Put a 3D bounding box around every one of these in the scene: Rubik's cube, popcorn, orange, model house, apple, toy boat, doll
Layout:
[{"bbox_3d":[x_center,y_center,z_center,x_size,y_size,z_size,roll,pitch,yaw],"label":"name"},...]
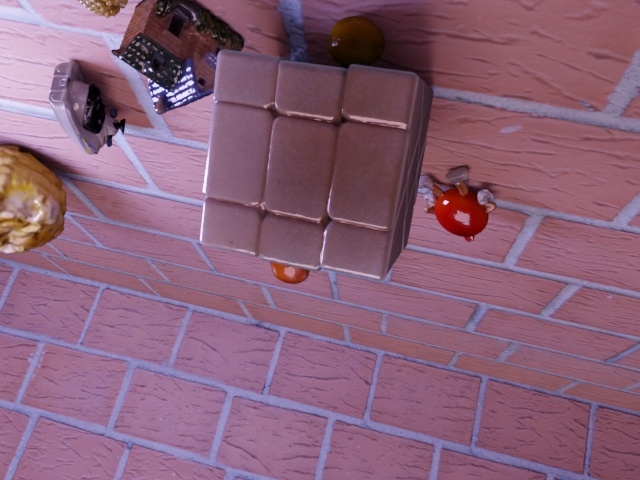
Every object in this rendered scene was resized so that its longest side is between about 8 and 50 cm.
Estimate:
[{"bbox_3d":[0.008,-0.138,1.048,0.316,0.319,0.322,11,-167,12],"label":"Rubik's cube"},{"bbox_3d":[-0.999,-0.141,1.935,0.344,0.354,0.390,-2,-155,-10],"label":"popcorn"},{"bbox_3d":[0.060,-0.328,1.008,0.095,0.085,0.085,16,160,5],"label":"orange"},{"bbox_3d":[-0.271,-0.330,1.114,0.166,0.172,0.183,-4,152,45],"label":"model house"},{"bbox_3d":[-0.104,0.068,2.047,0.139,0.163,0.163,2,158,4],"label":"apple"},{"bbox_3d":[-0.555,-0.304,1.455,0.141,0.141,0.269,11,161,12],"label":"toy boat"},{"bbox_3d":[0.334,-0.085,1.449,0.183,0.085,0.217,-9,131,45],"label":"doll"}]

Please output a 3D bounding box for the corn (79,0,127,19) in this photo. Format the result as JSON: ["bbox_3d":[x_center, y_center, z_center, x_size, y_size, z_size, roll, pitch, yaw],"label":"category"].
[{"bbox_3d":[-0.440,-0.478,0.974,0.291,0.101,0.101,33,154,-30],"label":"corn"}]
